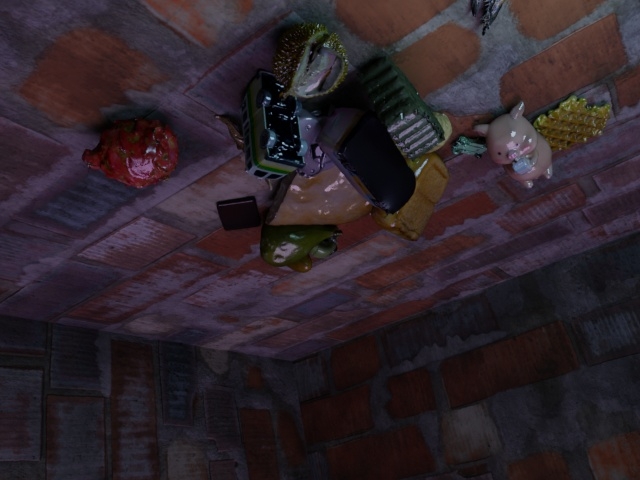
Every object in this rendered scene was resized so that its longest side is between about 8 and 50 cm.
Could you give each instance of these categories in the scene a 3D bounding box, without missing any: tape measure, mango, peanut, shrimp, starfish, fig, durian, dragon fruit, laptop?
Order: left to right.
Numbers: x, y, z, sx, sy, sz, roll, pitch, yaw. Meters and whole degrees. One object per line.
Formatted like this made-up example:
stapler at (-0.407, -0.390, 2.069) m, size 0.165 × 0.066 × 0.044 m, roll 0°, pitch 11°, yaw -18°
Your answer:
dragon fruit at (-0.544, -0.252, 1.642) m, size 0.268 × 0.210 × 0.205 m, roll -11°, pitch 115°, yaw -6°
laptop at (-0.320, -0.104, 2.228) m, size 0.154 × 0.026 × 0.207 m, roll -8°, pitch 153°, yaw -3°
starfish at (-0.227, -0.274, 1.750) m, size 0.062 × 0.277 × 0.236 m, roll -42°, pitch -173°, yaw -9°
mango at (-0.117, 0.060, 2.434) m, size 0.113 × 0.253 × 0.138 m, roll -30°, pitch 125°, yaw -17°
fig at (-0.099, -0.001, 2.292) m, size 0.314 × 0.233 × 0.233 m, roll 7°, pitch 149°, yaw -28°
durian at (-0.042, -0.467, 1.476) m, size 0.237 × 0.137 × 0.194 m, roll -35°, pitch 149°, yaw 34°
tape measure at (-0.002, -0.315, 1.779) m, size 0.197 × 0.120 × 0.236 m, roll -23°, pitch 131°, yaw -14°
tape measure at (0.000, 0.000, 2.436) m, size 0.178 × 0.153 × 0.087 m, roll 8°, pitch 147°, yaw -26°
peanut at (0.279, -0.346, 1.873) m, size 0.306 × 0.146 × 0.147 m, roll -12°, pitch 155°, yaw 11°
shrimp at (0.438, -0.618, 1.497) m, size 0.091 × 0.034 × 0.161 m, roll 3°, pitch 147°, yaw -3°

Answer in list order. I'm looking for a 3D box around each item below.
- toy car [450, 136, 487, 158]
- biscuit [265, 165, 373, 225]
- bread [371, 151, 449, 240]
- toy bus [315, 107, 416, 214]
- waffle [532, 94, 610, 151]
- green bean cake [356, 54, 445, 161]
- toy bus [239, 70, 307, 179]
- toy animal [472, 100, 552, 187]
toy car at (0.548, -0.344, 2.068) m, size 0.143 × 0.054 × 0.073 m, roll 5°, pitch 149°, yaw -22°
biscuit at (0.052, -0.205, 2.068) m, size 0.447 × 0.103 × 0.429 m, roll -1°, pitch 142°, yaw -19°
bread at (0.325, -0.176, 2.065) m, size 0.337 × 0.148 × 0.327 m, roll 17°, pitch 99°, yaw -63°
toy bus at (0.148, -0.245, 1.750) m, size 0.171 × 0.162 × 0.386 m, roll -50°, pitch 138°, yaw -4°
waffle at (0.909, -0.420, 2.061) m, size 0.282 × 0.058 × 0.301 m, roll -30°, pitch 148°, yaw 33°
green bean cake at (0.234, -0.383, 1.636) m, size 0.132 × 0.254 × 0.241 m, roll -33°, pitch 148°, yaw 20°
toy bus at (-0.143, -0.314, 1.592) m, size 0.134 × 0.275 × 0.165 m, roll 10°, pitch 154°, yaw -37°
toy animal at (0.682, -0.323, 1.983) m, size 0.195 × 0.212 × 0.256 m, roll -24°, pitch 151°, yaw 32°
